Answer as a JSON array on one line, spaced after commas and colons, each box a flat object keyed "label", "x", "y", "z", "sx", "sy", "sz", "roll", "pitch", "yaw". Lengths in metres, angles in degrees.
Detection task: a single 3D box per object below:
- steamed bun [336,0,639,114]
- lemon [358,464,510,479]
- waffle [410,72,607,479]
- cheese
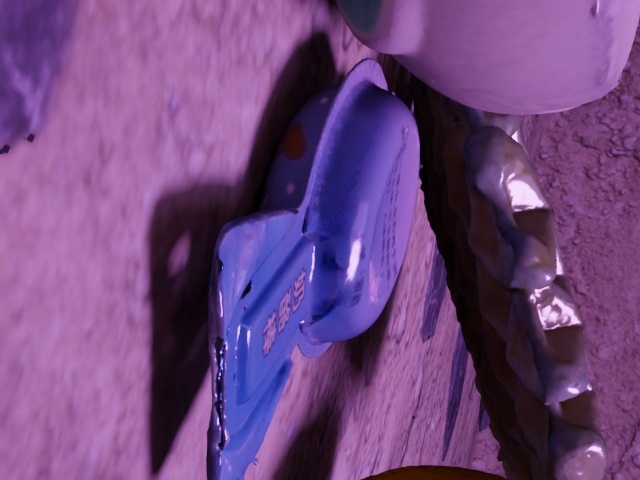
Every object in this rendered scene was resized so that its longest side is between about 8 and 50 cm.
[{"label": "steamed bun", "x": 0.073, "y": -0.145, "z": 0.486, "sx": 0.228, "sy": 0.131, "sz": 0.177, "roll": 8, "pitch": 83, "yaw": -76}, {"label": "lemon", "x": 0.059, "y": 0.218, "z": 0.634, "sx": 0.244, "sy": 0.187, "sz": 0.186, "roll": -57, "pitch": 155, "yaw": -66}, {"label": "waffle", "x": 0.116, "y": 0.027, "z": 0.722, "sx": 0.292, "sy": 0.056, "sz": 0.309, "roll": 78, "pitch": -1, "yaw": -74}, {"label": "cheese", "x": 0.000, "y": 0.000, "z": 0.480, "sx": 0.244, "sy": 0.052, "sz": 0.135, "roll": -55, "pitch": 150, "yaw": -58}]
